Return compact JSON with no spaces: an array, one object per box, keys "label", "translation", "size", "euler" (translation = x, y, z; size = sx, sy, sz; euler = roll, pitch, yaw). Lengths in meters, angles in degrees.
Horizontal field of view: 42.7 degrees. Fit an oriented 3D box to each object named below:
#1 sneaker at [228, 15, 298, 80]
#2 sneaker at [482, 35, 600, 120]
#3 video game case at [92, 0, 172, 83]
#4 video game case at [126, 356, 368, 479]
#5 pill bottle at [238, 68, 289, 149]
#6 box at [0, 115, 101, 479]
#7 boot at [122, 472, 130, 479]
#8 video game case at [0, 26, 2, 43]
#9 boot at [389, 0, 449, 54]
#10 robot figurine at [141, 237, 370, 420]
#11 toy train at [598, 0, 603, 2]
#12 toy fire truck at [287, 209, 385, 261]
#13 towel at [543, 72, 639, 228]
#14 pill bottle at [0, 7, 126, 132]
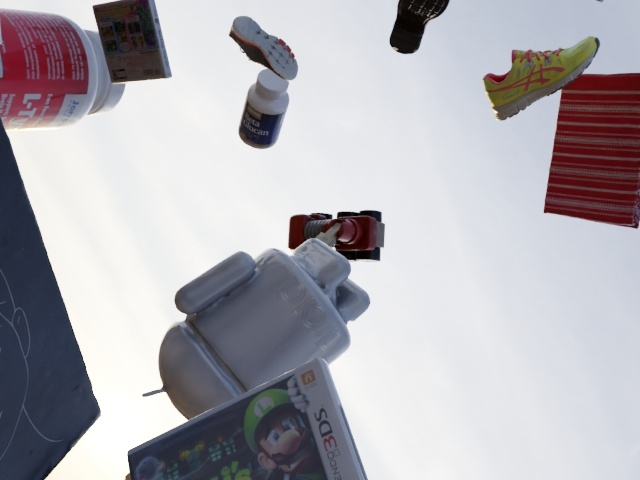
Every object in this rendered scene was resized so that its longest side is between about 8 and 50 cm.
[{"label":"sneaker","translation":[-0.110,-0.362,1.567],"size":[0.158,0.061,0.065],"euler":[43,-29,-11]},{"label":"sneaker","translation":[0.357,-0.284,1.349],"size":[0.208,0.081,0.094],"euler":[-30,-81,31]},{"label":"video game case","translation":[-0.335,-0.354,1.450],"size":[0.157,0.019,0.143],"euler":[5,-66,39]},{"label":"video game case","translation":[-0.056,0.204,0.639],"size":[0.022,0.190,0.173],"euler":[53,12,-50]},{"label":"pill bottle","translation":[-0.120,-0.287,1.778],"size":[0.094,0.094,0.169],"euler":[50,-36,22]},{"label":"box","translation":[-0.491,0.127,0.710],"size":[0.297,0.480,0.472],"euler":[20,-44,20]},{"label":"boot","translation":[-0.285,0.521,1.596],"size":[0.211,0.295,0.104],"euler":[-125,-157,-47]},{"label":"video game case","translation":[-0.548,-0.333,1.103],"size":[0.193,0.212,0.023],"euler":[123,-42,-59]},{"label":"boot","translation":[0.179,-0.432,1.429],"size":[0.082,0.106,0.219],"euler":[20,-27,-8]},{"label":"robot figurine","translation":[-0.097,0.150,1.228],"size":[0.300,0.353,0.200],"euler":[57,-12,-29]},{"label":"toy train","translation":[0.508,-0.455,1.403],"size":[0.027,0.036,0.158],"euler":[22,-17,-1]},{"label":"toy fire truck","translation":[0.000,0.000,1.849],"size":[0.217,0.246,0.159],"euler":[-1,-98,36]},{"label":"towel","translation":[0.514,-0.171,1.506],"size":[0.199,0.031,0.275],"euler":[15,-79,46]},{"label":"pill bottle","translation":[-0.572,-0.317,1.533],"size":[0.229,0.407,0.229],"euler":[7,-78,31]}]
